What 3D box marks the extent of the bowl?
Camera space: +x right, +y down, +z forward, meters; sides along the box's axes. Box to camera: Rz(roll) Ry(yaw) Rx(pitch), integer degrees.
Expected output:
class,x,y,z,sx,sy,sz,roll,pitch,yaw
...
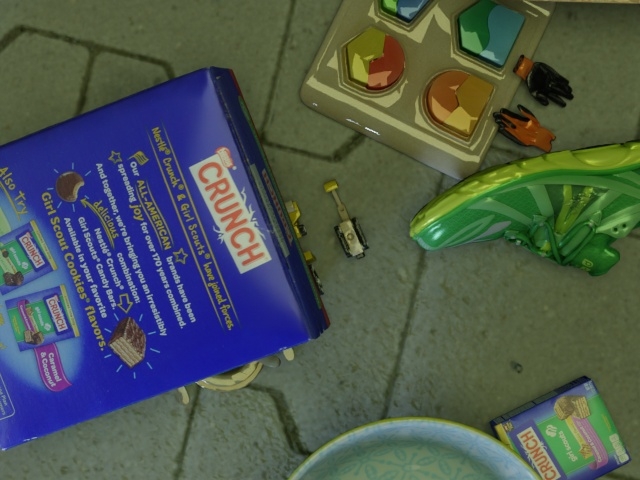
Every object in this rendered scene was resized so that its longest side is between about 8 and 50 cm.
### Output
class,x,y,z,sx,sy,sz,roll,pitch,yaw
bowl,0.084,0.304,1.697,0.289,0.156,0.289,0,88,-2

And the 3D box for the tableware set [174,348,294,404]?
class,x,y,z,sx,sy,sz,roll,pitch,yaw
tableware set,-0.114,0.054,1.758,0.128,0.039,0.194,-23,89,-2

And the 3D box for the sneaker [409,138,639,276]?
class,x,y,z,sx,sy,sz,roll,pitch,yaw
sneaker,0.233,-0.023,1.732,0.295,0.109,0.123,-10,87,-5

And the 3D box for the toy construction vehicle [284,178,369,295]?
class,x,y,z,sx,sy,sz,roll,pitch,yaw
toy construction vehicle,0.000,0.000,1.770,0.086,0.035,0.098,-26,86,9

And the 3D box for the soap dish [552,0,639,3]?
class,x,y,z,sx,sy,sz,roll,pitch,yaw
soap dish,0.296,-0.330,1.729,0.291,0.118,0.229,1,82,-4

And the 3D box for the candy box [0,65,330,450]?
class,x,y,z,sx,sy,sz,roll,pitch,yaw
candy box,-0.186,0.015,1.682,0.317,0.122,0.268,-19,94,11

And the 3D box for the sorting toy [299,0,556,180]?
class,x,y,z,sx,sy,sz,roll,pitch,yaw
sorting toy,0.106,-0.189,1.772,0.193,0.038,0.208,26,88,-1

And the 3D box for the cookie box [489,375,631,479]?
class,x,y,z,sx,sy,sz,roll,pitch,yaw
cookie box,0.232,0.196,1.762,0.107,0.040,0.092,-26,90,-1

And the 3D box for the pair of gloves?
class,x,y,z,sx,sy,sz,roll,pitch,yaw
pair of gloves,0.208,-0.133,1.776,0.074,0.010,0.083,26,85,-26
